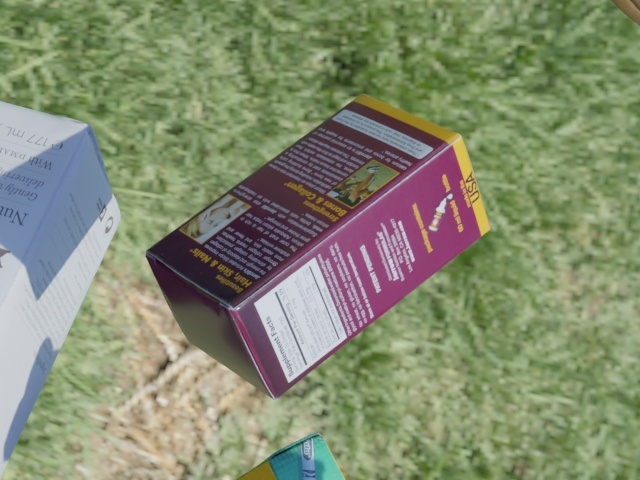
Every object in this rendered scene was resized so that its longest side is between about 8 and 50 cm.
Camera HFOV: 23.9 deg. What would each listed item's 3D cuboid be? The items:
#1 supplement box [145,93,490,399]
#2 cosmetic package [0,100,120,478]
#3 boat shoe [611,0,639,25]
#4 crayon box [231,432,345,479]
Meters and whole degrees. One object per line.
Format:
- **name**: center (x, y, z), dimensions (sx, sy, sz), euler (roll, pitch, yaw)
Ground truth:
- **supplement box**: center (0.000, 0.000, 0.956), dimensions (0.188, 0.104, 0.081), euler (-37, 128, -20)
- **cosmetic package**: center (-0.327, 0.080, 1.135), dimensions (0.156, 0.217, 0.385), euler (84, 24, -62)
- **boat shoe**: center (0.330, -0.174, 1.051), dimensions (0.096, 0.277, 0.098), euler (-55, 160, -52)
- **crayon box**: center (-0.005, 0.371, 1.677), dimensions (0.081, 0.165, 0.278), euler (-21, 79, -37)
